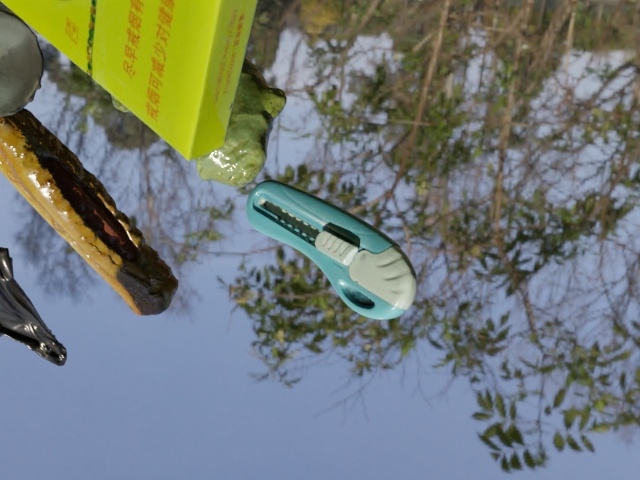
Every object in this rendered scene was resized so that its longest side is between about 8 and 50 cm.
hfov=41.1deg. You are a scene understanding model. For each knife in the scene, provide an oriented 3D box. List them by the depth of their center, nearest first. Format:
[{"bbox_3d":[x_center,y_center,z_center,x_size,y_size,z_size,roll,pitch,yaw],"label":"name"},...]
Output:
[{"bbox_3d":[0.000,0.000,0.702,0.031,0.064,0.222,20,-171,-43],"label":"knife"}]

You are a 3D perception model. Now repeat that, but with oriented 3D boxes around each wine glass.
[{"bbox_3d":[-0.367,-0.175,0.812,0.222,0.103,0.103,13,-158,37],"label":"wine glass"}]

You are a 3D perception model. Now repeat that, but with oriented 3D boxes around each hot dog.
[{"bbox_3d":[-0.253,-0.031,0.906,0.083,0.289,0.068,1,-133,52],"label":"hot dog"}]

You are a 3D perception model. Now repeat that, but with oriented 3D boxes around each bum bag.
[{"bbox_3d":[-0.394,0.061,1.030,0.123,0.248,0.060,20,-128,34],"label":"bum bag"}]

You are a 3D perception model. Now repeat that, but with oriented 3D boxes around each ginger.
[{"bbox_3d":[-0.146,-0.171,0.909,0.290,0.089,0.137,40,-109,22],"label":"ginger"}]

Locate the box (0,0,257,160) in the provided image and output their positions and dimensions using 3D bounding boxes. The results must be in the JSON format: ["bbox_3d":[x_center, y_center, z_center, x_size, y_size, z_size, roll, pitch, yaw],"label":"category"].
[{"bbox_3d":[-0.187,-0.230,0.663,0.335,0.187,0.047,39,-133,19],"label":"box"}]
